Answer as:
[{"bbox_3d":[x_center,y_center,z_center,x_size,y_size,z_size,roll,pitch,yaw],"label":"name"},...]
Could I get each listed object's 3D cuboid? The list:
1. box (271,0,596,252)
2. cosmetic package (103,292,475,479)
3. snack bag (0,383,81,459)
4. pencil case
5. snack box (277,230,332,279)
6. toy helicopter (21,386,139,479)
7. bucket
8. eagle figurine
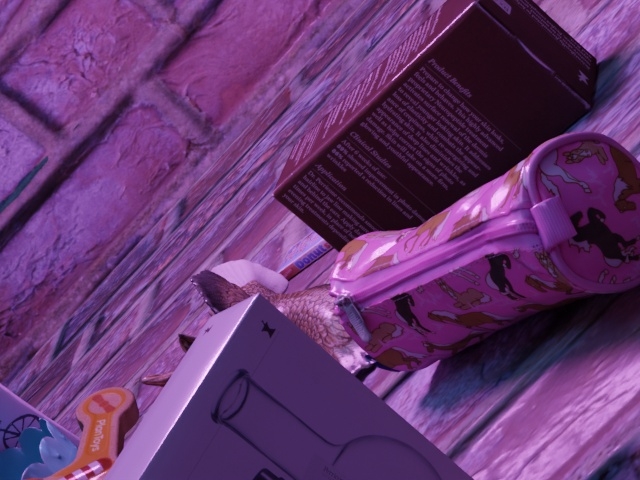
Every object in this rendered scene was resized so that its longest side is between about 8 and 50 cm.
[{"bbox_3d":[0.137,-0.139,2.056,0.381,0.191,0.143,-40,16,32],"label":"box"},{"bbox_3d":[-0.053,0.274,1.303,0.097,0.284,0.377,-31,23,54],"label":"cosmetic package"},{"bbox_3d":[-0.495,0.378,2.415,0.323,0.342,0.037,-50,41,-4],"label":"snack bag"},{"bbox_3d":[0.161,0.018,1.605,0.386,0.160,0.167,-28,24,56],"label":"pencil case"},{"bbox_3d":[0.000,0.000,2.482,0.178,0.022,0.064,-36,19,43],"label":"snack box"},{"bbox_3d":[-0.264,0.288,2.095,0.235,0.140,0.355,-15,28,7],"label":"toy helicopter"},{"bbox_3d":[-0.385,0.398,2.267,0.281,0.183,0.281,-45,14,15],"label":"bucket"},{"bbox_3d":[-0.056,0.109,2.026,0.226,0.225,0.298,-45,-2,-31],"label":"eagle figurine"}]
